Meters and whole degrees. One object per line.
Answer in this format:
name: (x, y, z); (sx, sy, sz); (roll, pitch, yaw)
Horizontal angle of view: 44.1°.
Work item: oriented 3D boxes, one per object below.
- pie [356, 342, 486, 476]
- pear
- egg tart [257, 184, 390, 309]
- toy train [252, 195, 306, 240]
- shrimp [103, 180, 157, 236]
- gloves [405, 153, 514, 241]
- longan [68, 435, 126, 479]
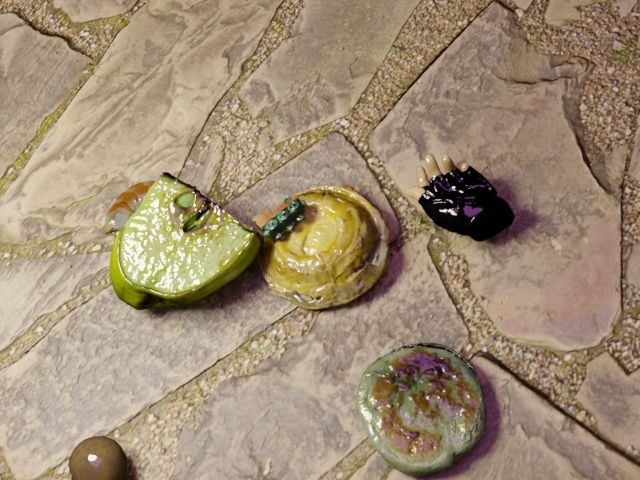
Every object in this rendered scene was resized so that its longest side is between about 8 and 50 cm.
pie: (0.174, 0.287, 1.379); (0.240, 0.054, 0.240); (-2, 60, 4)
pear: (-0.264, 0.038, 1.517); (0.238, 0.164, 0.255); (31, 77, 9)
egg tart: (0.000, 0.000, 1.535); (0.279, 0.095, 0.279); (-6, 60, 10)
toy train: (-0.075, -0.047, 1.512); (0.103, 0.044, 0.064); (-40, 43, -9)
shrimp: (-0.355, -0.047, 1.642); (0.166, 0.049, 0.161); (29, 67, 13)
gloves: (0.259, -0.089, 1.541); (0.164, 0.124, 0.203); (-14, 37, -23)
longan: (-0.390, 0.397, 1.372); (0.113, 0.092, 0.113); (-1, 86, 13)
